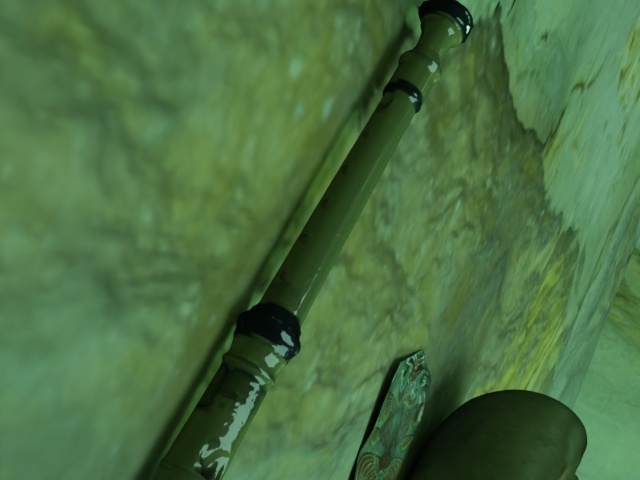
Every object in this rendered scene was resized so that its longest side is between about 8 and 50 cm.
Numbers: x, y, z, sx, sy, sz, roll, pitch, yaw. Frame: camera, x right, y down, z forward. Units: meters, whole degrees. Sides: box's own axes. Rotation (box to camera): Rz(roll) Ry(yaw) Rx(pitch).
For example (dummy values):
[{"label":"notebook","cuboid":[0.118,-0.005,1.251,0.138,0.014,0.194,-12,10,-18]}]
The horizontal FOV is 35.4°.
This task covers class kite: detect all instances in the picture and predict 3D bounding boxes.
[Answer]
[{"label":"kite","cuboid":[0.029,0.180,0.654,0.229,0.016,0.127,-69,157,-2]}]

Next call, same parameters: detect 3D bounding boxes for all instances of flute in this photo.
[{"label":"flute","cuboid":[0.000,0.000,0.379,0.233,0.027,0.027,-60,159,-21]}]

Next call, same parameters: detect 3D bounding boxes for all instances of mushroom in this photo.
[{"label":"mushroom","cuboid":[0.168,0.226,0.771,0.207,0.215,0.207,18,90,-78]}]
